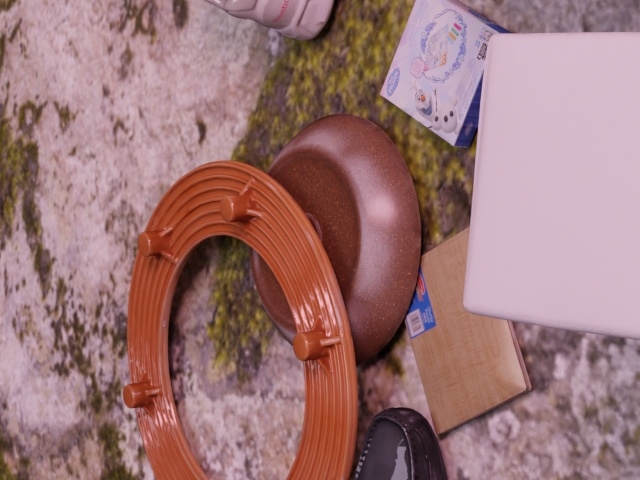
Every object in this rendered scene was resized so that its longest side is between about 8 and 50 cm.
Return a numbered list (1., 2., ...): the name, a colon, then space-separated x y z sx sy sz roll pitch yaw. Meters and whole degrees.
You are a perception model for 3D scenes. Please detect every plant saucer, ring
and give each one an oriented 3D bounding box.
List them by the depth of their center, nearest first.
1. plant saucer: 0.000 0.000 1.364 0.199 0.036 0.198 -4 85 51
2. ring: -0.079 0.104 1.420 0.336 0.032 0.336 12 105 54

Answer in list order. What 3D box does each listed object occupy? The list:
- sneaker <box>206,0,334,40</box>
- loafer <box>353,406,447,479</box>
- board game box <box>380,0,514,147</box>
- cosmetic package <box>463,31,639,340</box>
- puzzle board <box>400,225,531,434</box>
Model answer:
1. sneaker: -0.087 -0.246 1.423 0.232 0.115 0.090 43 119 41
2. loafer: 0.043 0.232 1.281 0.076 0.078 0.223 8 94 48
3. board game box: 0.091 -0.127 1.289 0.090 0.020 0.090 40 117 41
4. cosmetic package: 0.314 -0.014 0.881 0.453 0.230 0.161 6 92 47
5. puzzle board: 0.101 0.064 1.276 0.096 0.011 0.128 -34 63 43
